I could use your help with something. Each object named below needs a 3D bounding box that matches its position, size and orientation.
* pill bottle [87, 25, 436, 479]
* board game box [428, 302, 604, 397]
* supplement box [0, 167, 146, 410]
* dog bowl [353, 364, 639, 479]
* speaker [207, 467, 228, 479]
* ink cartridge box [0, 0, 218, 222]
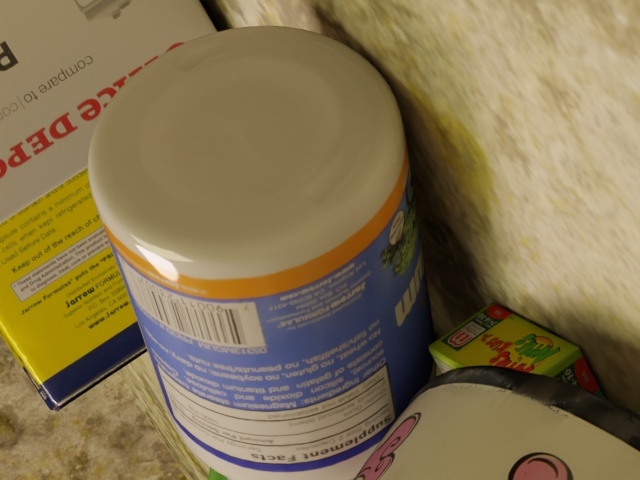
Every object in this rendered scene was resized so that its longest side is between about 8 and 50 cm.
[{"bbox_3d":[-0.018,0.034,0.911,0.152,0.152,0.272,48,161,36],"label":"pill bottle"},{"bbox_3d":[0.128,0.125,0.877,0.181,0.043,0.092,61,167,-21],"label":"board game box"},{"bbox_3d":[-0.276,-0.034,1.699,0.356,0.195,0.194,56,168,1],"label":"supplement box"},{"bbox_3d":[0.133,0.260,0.798,0.408,0.150,0.408,42,156,24],"label":"dog bowl"},{"bbox_3d":[-0.014,0.172,1.088,0.296,0.131,0.131,-83,-31,-58],"label":"speaker"},{"bbox_3d":[-0.208,-0.169,1.034,0.283,0.207,0.117,59,170,-17],"label":"ink cartridge box"}]
